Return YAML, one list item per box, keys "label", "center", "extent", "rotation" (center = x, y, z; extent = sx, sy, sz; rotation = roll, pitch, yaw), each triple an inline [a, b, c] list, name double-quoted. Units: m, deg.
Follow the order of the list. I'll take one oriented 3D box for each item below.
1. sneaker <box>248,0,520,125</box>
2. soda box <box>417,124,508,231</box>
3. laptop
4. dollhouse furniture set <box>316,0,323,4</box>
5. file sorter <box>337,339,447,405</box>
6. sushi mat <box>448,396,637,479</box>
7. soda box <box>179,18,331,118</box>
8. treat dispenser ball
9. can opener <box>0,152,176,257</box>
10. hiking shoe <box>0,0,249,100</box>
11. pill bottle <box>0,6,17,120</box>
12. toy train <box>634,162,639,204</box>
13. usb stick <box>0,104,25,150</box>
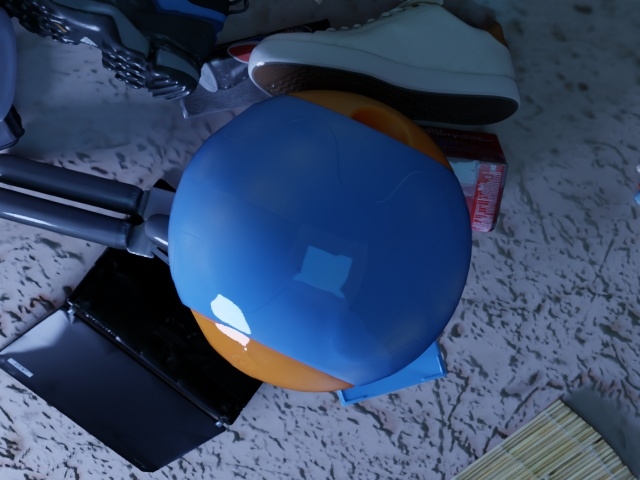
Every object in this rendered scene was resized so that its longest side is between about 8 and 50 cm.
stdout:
- label: "sneaker"
  center: [0.059, -0.191, 1.837]
  extent: [0.290, 0.123, 0.106]
  rotation: [5, 157, -25]
- label: "soda box"
  center: [0.057, -0.074, 1.911]
  extent: [0.263, 0.092, 0.083]
  rotation: [7, 113, -6]
- label: "laptop"
  center: [-0.183, 0.102, 2.021]
  extent: [0.234, 0.136, 0.264]
  rotation: [39, 81, -19]
- label: "dollhouse furniture set"
  center: [0.072, -0.351, 1.763]
  extent: [0.259, 0.135, 0.262]
  rotation: [-40, 111, 14]
- label: "file sorter"
  center: [0.053, 0.068, 1.969]
  extent: [0.118, 0.104, 0.170]
  rotation: [-17, 114, 5]
- label: "sushi mat"
  center: [0.205, 0.320, 2.140]
  extent: [0.316, 0.019, 0.151]
  rotation: [-38, 110, 12]
- label: "soda box"
  center: [-0.066, -0.177, 1.879]
  extent: [0.169, 0.053, 0.060]
  rotation: [-13, 115, 2]
- label: "treat dispenser ball"
  center: [0.000, 0.000, 1.733]
  extent: [0.288, 0.288, 0.288]
  rotation: [-1, 114, -3]
- label: "can opener"
  center: [-0.213, -0.032, 1.895]
  extent: [0.280, 0.093, 0.074]
  rotation: [14, 79, 5]
- label: "hiking shoe"
  center: [-0.233, -0.262, 1.818]
  extent: [0.304, 0.113, 0.132]
  rotation: [32, 73, -6]
- label: "pill bottle"
  center: [-0.420, -0.177, 1.812]
  extent: [0.216, 0.121, 0.121]
  rotation: [2, 115, 6]
- label: "toy train"
  center: [0.426, -0.072, 1.960]
  extent: [0.125, 0.046, 0.166]
  rotation: [41, 106, -19]
- label: "usb stick"
  center: [-0.443, -0.087, 1.901]
  extent: [0.278, 0.045, 0.077]
  rotation: [-22, 115, 7]
